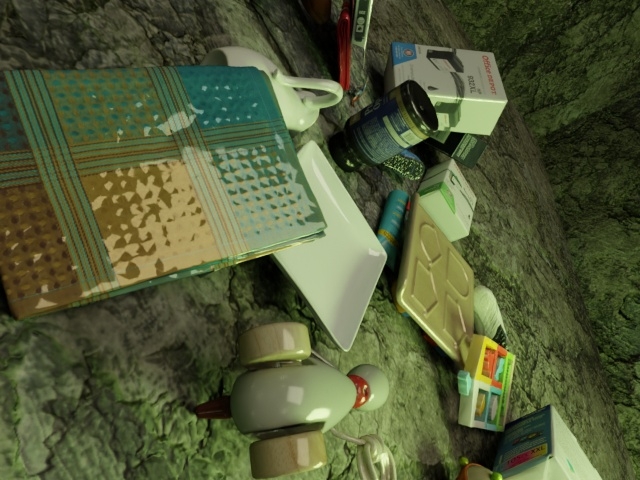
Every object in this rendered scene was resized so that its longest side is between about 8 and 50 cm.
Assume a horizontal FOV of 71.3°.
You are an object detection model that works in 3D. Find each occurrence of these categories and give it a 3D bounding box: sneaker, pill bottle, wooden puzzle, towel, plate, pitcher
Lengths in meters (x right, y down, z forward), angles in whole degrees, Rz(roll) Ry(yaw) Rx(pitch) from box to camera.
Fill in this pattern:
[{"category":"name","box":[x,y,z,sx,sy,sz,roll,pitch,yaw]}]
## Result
[{"category":"sneaker","box":[0.455,0.240,1.212,0.086,0.085,0.237,36,46,-72]},{"category":"pill bottle","box":[0.128,-0.233,0.954,0.122,0.219,0.123,29,49,-40]},{"category":"wooden puzzle","box":[0.267,0.108,1.059,0.348,0.080,0.322,49,39,-28]},{"category":"towel","box":[-0.188,-0.086,0.538,0.370,0.040,0.272,-17,83,-33]},{"category":"sneaker","box":[0.177,-0.226,1.156,0.209,0.069,0.082,24,19,-31]},{"category":"plate","box":[0.000,0.000,0.751,0.277,0.045,0.278,56,35,-18]},{"category":"towel","box":[0.064,-0.537,1.118,0.199,0.031,0.275,87,7,-55]},{"category":"pitcher","box":[-0.081,-0.245,0.735,0.207,0.177,0.126,8,71,-50]}]

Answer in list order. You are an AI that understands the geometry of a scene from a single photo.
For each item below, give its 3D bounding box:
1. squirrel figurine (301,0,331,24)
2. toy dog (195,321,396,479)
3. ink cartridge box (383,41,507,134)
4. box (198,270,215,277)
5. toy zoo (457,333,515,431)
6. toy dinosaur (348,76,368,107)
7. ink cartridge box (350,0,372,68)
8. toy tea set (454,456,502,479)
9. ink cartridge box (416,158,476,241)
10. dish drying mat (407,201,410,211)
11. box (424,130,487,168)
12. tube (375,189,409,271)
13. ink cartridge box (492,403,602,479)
[{"category":"squirrel figurine","box":[-0.134,-0.691,0.912,0.370,0.281,0.397,-21,73,-44]},{"category":"toy dog","box":[-0.030,0.217,0.595,0.334,0.160,0.220,51,33,-43]},{"category":"ink cartridge box","box":[0.345,-0.436,1.279,0.307,0.129,0.223,5,56,-3]},{"category":"box","box":[-0.137,-0.045,0.668,0.186,0.038,0.145,-31,96,-55]},{"category":"toy zoo","box":[0.379,0.330,1.019,0.293,0.030,0.193,33,67,-47]},{"category":"toy dinosaur","box":[0.096,-0.388,1.175,0.082,0.047,0.090,-4,106,-61]},{"category":"ink cartridge box","box":[0.100,-0.551,1.050,0.208,0.045,0.206,95,2,-46]},{"category":"toy tea set","box":[0.335,0.530,0.745,0.336,0.124,0.200,39,25,19]},{"category":"ink cartridge box","box":[0.365,-0.118,1.290,0.160,0.092,0.219,54,38,-16]},{"category":"dish drying mat","box":[0.236,-0.090,1.185,0.083,0.008,0.032,42,43,-29]},{"category":"box","box":[0.410,-0.313,1.401,0.158,0.093,0.156,11,24,-49]},{"category":"tube","box":[0.162,-0.030,1.032,0.080,0.052,0.207,39,49,-22]},{"category":"ink cartridge box","box":[0.528,0.548,0.983,0.395,0.151,0.270,2,55,-62]}]
